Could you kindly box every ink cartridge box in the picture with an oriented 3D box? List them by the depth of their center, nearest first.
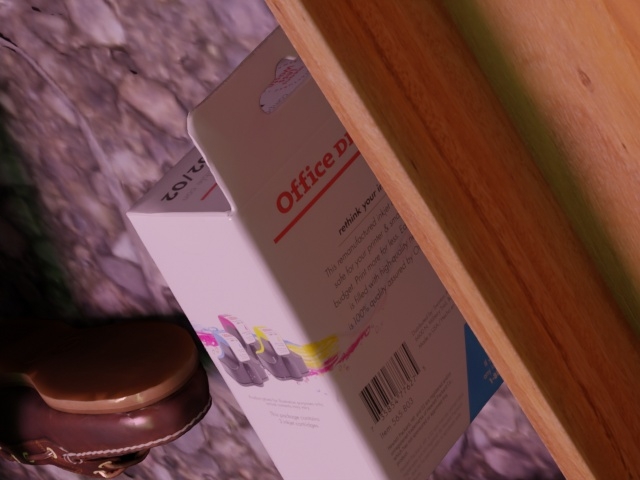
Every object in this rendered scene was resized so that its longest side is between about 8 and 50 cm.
[{"bbox_3d":[0.000,0.000,0.753,0.061,0.104,0.181,1,128,44],"label":"ink cartridge box"}]

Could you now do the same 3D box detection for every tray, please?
[{"bbox_3d":[0.102,-0.059,0.581,0.203,0.076,0.411,-6,128,42],"label":"tray"}]

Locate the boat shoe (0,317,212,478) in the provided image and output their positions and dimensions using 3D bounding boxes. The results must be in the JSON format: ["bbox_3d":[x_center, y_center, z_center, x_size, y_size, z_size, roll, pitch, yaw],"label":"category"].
[{"bbox_3d":[-0.114,0.082,0.991,0.207,0.073,0.073,3,120,56],"label":"boat shoe"}]
